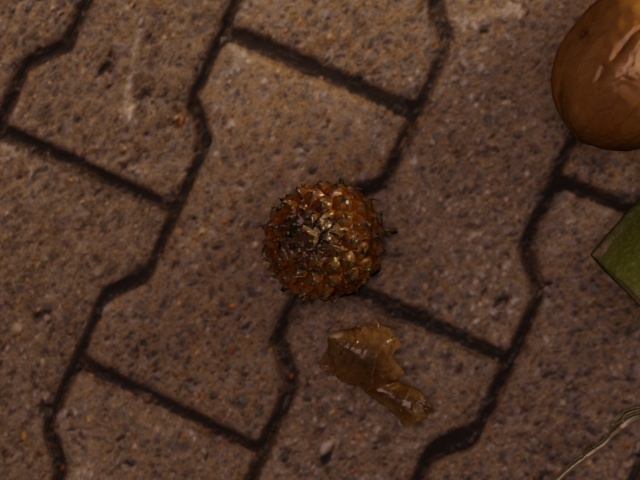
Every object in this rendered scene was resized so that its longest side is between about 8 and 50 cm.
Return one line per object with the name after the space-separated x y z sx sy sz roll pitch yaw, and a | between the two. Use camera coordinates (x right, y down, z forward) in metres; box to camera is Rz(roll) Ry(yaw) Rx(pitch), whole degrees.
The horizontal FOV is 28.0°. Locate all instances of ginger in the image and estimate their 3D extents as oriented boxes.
0.082 0.166 1.679 0.165 0.067 0.096 35 95 -1 | ginger

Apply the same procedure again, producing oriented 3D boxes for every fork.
0.336 0.270 1.637 0.219 0.034 0.028 -36 107 10 | fork

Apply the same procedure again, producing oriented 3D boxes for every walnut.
0.384 -0.208 1.565 0.195 0.195 0.221 40 101 11 | walnut

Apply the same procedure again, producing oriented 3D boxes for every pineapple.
-0.003 -0.002 1.666 0.176 0.137 0.161 -32 81 10 | pineapple

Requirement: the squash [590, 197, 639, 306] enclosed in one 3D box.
0.532 -0.033 1.489 0.263 0.263 0.384 45 97 11 | squash
